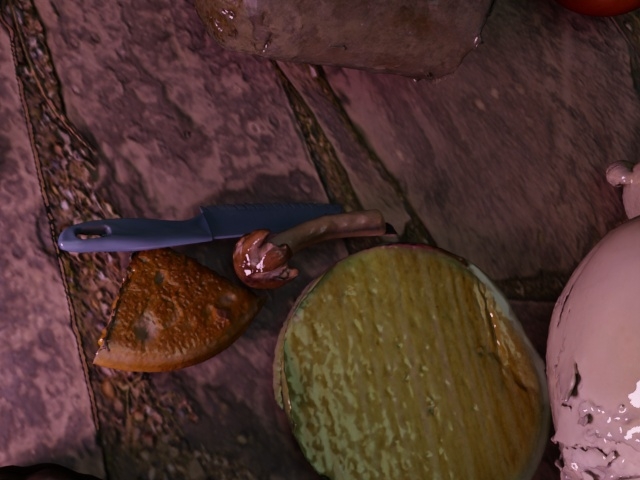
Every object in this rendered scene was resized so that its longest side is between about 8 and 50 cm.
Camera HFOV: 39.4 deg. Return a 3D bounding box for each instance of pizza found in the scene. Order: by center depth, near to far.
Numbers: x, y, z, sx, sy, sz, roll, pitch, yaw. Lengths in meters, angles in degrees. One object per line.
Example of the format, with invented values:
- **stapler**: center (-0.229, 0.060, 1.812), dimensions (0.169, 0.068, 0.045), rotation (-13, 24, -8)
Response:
- **pizza**: center (-0.143, 0.060, 0.833), dimensions (0.178, 0.041, 0.131), rotation (-31, 80, -36)

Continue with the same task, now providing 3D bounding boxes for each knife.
- **knife**: center (-0.103, -0.016, 0.871), dimensions (0.313, 0.019, 0.044), rotation (-5, 56, -34)

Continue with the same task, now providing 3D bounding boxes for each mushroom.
- **mushroom**: center (0.000, 0.000, 0.886), dimensions (0.187, 0.061, 0.060), rotation (-19, 92, -27)

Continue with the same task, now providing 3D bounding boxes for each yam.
- **yam**: center (0.018, -0.279, 0.947), dimensions (0.300, 0.195, 0.195), rotation (6, 69, -21)

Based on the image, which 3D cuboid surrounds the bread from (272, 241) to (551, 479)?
- **bread**: center (0.094, 0.146, 0.899), dimensions (0.301, 0.045, 0.301), rotation (8, 66, -17)

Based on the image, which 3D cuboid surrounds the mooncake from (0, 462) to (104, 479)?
- **mooncake**: center (-0.222, 0.280, 0.676), dimensions (0.228, 0.124, 0.228), rotation (7, 70, -19)

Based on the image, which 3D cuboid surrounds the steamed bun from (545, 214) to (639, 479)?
- **steamed bun**: center (0.338, 0.127, 0.877), dimensions (0.233, 0.334, 0.312), rotation (-4, 61, 10)

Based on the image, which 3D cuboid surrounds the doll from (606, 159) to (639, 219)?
- **doll**: center (0.482, -0.026, 1.091), dimensions (0.278, 0.175, 0.149), rotation (-1, 109, -31)

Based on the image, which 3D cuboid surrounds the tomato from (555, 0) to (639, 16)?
- **tomato**: center (0.356, -0.376, 1.146), dimensions (0.195, 0.136, 0.195), rotation (7, 68, -17)
